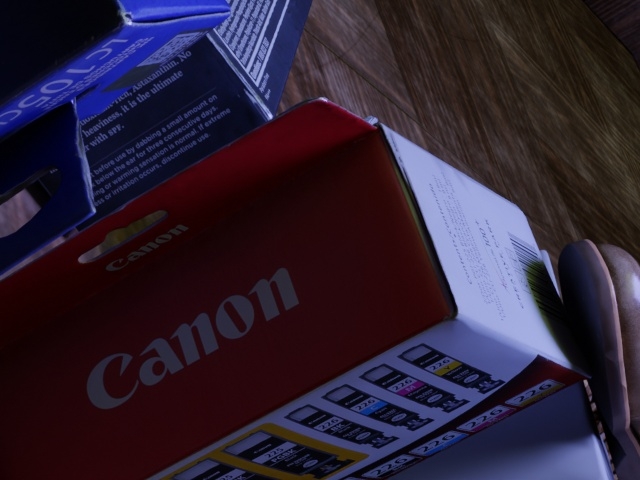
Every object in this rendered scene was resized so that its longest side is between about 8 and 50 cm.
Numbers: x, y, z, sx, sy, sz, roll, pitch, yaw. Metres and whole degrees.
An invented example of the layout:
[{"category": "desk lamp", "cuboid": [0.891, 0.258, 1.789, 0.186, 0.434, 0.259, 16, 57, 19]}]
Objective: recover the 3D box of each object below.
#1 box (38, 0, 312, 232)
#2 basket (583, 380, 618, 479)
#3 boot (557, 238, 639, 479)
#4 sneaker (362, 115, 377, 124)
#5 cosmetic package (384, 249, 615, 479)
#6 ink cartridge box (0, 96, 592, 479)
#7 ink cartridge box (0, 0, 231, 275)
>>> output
[{"category": "box", "cuboid": [-0.170, -0.212, 1.350, 0.294, 0.182, 0.296, 54, 19, -17]}, {"category": "basket", "cuboid": [0.323, 0.259, 1.809, 0.299, 0.223, 0.213, 64, 20, 11]}, {"category": "boot", "cuboid": [0.227, 0.078, 1.182, 0.305, 0.115, 0.112, 59, 17, -57]}, {"category": "sneaker", "cuboid": [0.000, 0.000, 1.415, 0.137, 0.210, 0.366, 58, 20, -5]}, {"category": "cosmetic package", "cuboid": [0.136, 0.187, 1.286, 0.385, 0.156, 0.217, -94, 165, -66]}, {"category": "ink cartridge box", "cuboid": [-0.042, 0.072, 1.066, 0.272, 0.309, 0.130, 25, 40, -58]}, {"category": "ink cartridge box", "cuboid": [-0.237, -0.169, 0.996, 0.395, 0.270, 0.151, 60, 21, 2]}]
